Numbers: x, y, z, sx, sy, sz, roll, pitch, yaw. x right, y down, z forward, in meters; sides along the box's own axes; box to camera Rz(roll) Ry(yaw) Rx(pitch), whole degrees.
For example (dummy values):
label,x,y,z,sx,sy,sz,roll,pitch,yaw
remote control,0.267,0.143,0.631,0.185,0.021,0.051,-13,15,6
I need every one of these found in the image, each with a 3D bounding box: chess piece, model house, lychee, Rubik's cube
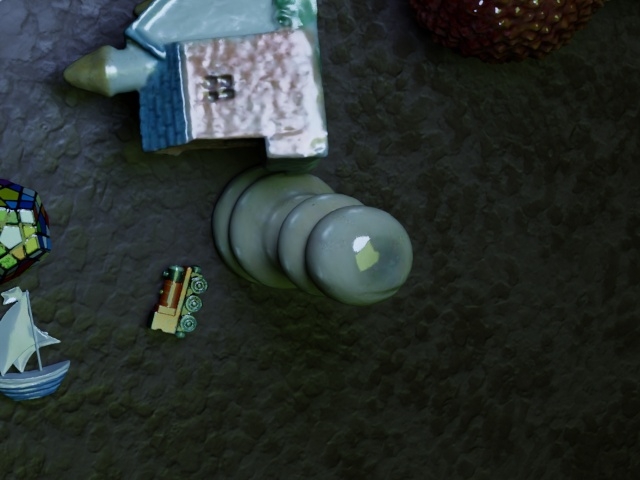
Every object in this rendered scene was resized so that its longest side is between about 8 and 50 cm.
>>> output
label,x,y,z,sx,sy,sz,roll,pitch,yaw
chess piece,0.000,0.000,1.686,0.182,0.330,0.182,-5,101,-26
model house,-0.166,-0.216,1.651,0.325,0.194,0.267,-4,86,-7
lychee,0.259,-0.394,1.784,0.330,0.306,0.306,-1,98,-31
Rubik's cube,-0.401,-0.011,1.603,0.112,0.133,0.133,-12,104,3

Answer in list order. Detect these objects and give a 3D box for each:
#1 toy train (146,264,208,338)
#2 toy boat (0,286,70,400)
label,x,y,z,sx,sy,sz,roll,pitch,yaw
toy train,-0.196,0.081,1.762,0.064,0.044,0.103,16,90,-18
toy boat,-0.394,0.144,1.671,0.105,0.034,0.149,-35,112,-21
